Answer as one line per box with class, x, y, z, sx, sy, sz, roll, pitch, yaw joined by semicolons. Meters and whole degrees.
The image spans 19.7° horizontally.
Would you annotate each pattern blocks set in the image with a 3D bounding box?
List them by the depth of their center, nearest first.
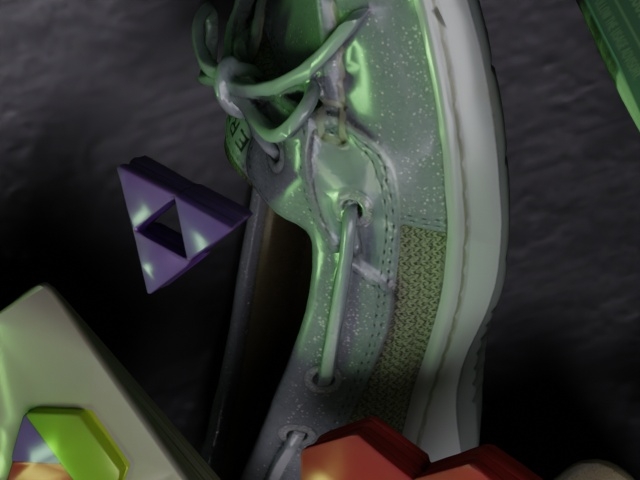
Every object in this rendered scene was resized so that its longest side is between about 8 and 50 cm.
pattern blocks set;-0.103;0.108;0.651;0.285;0.026;0.325;42;123;6

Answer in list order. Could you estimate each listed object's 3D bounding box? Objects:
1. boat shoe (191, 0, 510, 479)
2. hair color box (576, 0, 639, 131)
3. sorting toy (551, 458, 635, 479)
boat shoe;-0.001;-0.001;0.633;0.103;0.118;0.320;-7;131;-9
hair color box;0.217;0.022;0.633;0.114;0.185;0.374;-30;122;12
sorting toy;0.083;0.192;0.740;0.348;0.047;0.196;-40;141;0
